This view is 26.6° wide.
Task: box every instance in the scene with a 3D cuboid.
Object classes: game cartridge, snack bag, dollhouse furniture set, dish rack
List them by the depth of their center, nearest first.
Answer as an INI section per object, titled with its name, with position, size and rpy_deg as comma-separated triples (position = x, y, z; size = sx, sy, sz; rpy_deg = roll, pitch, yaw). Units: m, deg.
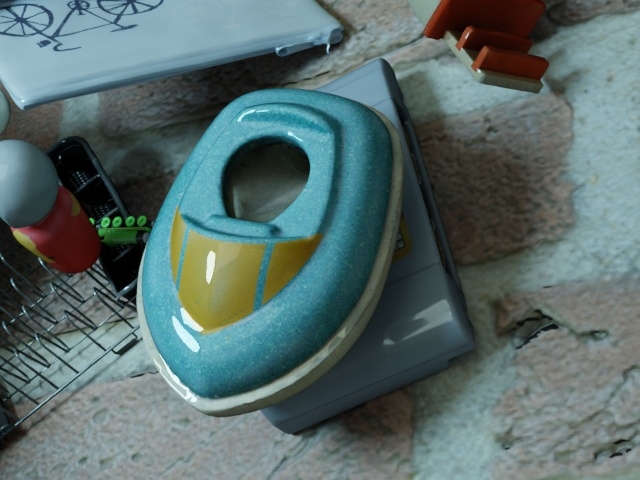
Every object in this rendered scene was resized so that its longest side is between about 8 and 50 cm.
[dollhouse furniture set]
position = 0.178, -0.260, 1.047
size = 0.259, 0.262, 0.135
rpy_deg = -61, 42, 30
[game cartridge]
position = 0.000, 0.000, 1.098
size = 0.198, 0.062, 0.297
rpy_deg = -23, 51, 12
[dish rack]
position = -0.269, 0.059, 1.208
size = 0.271, 0.074, 0.208
rpy_deg = -39, 47, 4
[snack bag]
position = -0.192, -0.250, 1.279
size = 0.323, 0.037, 0.342
rpy_deg = -15, 44, -21

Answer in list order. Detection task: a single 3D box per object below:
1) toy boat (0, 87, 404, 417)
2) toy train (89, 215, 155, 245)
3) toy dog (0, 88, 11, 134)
[toy boat]
position = -0.103, -0.009, 1.006
size = 0.318, 0.148, 0.267
rpy_deg = 6, 64, 21
[toy train]
position = -0.175, -0.007, 1.135
size = 0.083, 0.017, 0.023
rpy_deg = -1, 68, 28
[toy dog]
position = -0.461, 0.028, 1.167
size = 0.395, 0.284, 0.408
rpy_deg = 0, 47, 23
